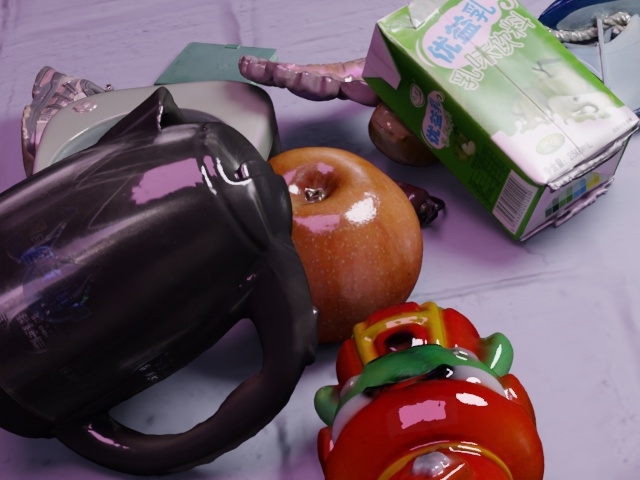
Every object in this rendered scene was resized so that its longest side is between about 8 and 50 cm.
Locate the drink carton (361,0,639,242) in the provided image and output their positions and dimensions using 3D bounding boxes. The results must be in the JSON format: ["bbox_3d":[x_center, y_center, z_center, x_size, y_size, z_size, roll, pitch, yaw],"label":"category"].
[{"bbox_3d":[0.191,-0.148,1.647,0.161,0.108,0.271,-32,69,-26],"label":"drink carton"}]

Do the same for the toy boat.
[{"bbox_3d":[0.340,-0.229,1.844,0.210,0.070,0.291,8,43,29],"label":"toy boat"}]

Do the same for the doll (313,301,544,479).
[{"bbox_3d":[0.089,0.174,1.277,0.183,0.160,0.363,-13,18,2],"label":"doll"}]

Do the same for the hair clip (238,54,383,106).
[{"bbox_3d":[0.044,-0.194,1.816,0.300,0.069,0.173,-14,19,-37],"label":"hair clip"}]

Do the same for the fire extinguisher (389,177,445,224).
[{"bbox_3d":[0.075,-0.048,1.700,0.157,0.045,0.078,19,24,37],"label":"fire extinguisher"}]

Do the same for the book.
[{"bbox_3d":[-0.130,-0.218,2.008,0.135,0.017,0.103,8,43,27],"label":"book"}]

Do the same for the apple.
[{"bbox_3d":[0.000,0.000,1.553,0.201,0.162,0.201,-8,34,5],"label":"apple"}]

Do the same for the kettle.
[{"bbox_3d":[-0.156,0.050,1.435,0.324,0.320,0.228,-29,-11,19],"label":"kettle"}]

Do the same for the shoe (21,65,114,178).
[{"bbox_3d":[-0.307,-0.138,1.906,0.092,0.089,0.180,4,40,2],"label":"shoe"}]

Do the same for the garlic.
[{"bbox_3d":[0.126,-0.143,1.758,0.196,0.101,0.087,-35,69,-28],"label":"garlic"}]

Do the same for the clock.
[{"bbox_3d":[-0.186,-0.050,1.722,0.265,0.108,0.324,-3,37,8],"label":"clock"}]
